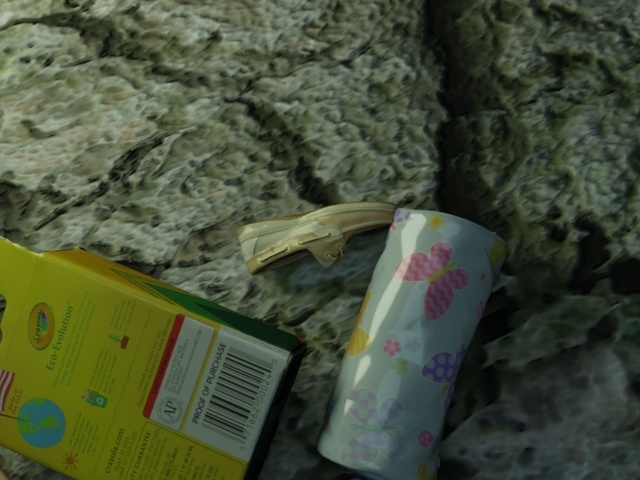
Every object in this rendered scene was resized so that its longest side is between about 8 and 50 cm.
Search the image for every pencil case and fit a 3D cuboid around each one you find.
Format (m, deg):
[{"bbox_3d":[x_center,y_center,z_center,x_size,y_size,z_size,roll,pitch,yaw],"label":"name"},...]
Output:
[{"bbox_3d":[0.091,0.105,0.926,0.124,0.113,0.273,19,82,-4],"label":"pencil case"}]

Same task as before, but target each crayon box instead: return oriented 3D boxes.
[{"bbox_3d":[-0.196,0.136,0.947,0.319,0.081,0.202,22,97,9],"label":"crayon box"}]

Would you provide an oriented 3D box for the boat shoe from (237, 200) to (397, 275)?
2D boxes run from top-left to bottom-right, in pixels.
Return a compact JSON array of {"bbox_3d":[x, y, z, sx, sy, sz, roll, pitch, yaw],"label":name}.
[{"bbox_3d":[0.000,0.000,0.988,0.170,0.063,0.059,-12,80,14],"label":"boat shoe"}]

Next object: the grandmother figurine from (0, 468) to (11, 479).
[{"bbox_3d":[-0.281,0.336,0.919,0.342,0.104,0.207,36,93,20],"label":"grandmother figurine"}]

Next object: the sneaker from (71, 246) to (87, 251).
[{"bbox_3d":[-0.257,0.063,1.018,0.069,0.038,0.098,-36,73,4],"label":"sneaker"}]
